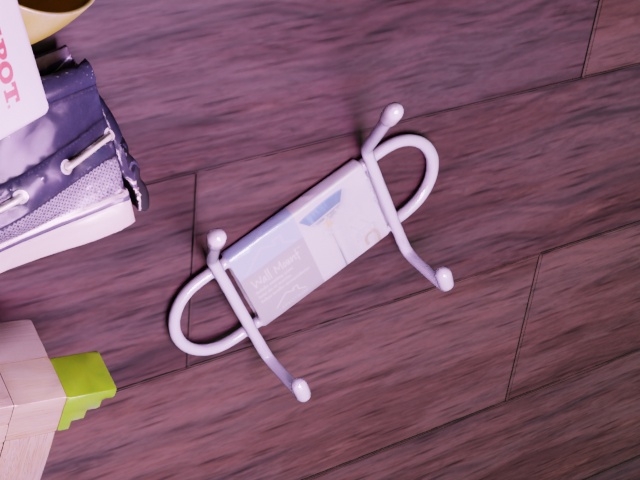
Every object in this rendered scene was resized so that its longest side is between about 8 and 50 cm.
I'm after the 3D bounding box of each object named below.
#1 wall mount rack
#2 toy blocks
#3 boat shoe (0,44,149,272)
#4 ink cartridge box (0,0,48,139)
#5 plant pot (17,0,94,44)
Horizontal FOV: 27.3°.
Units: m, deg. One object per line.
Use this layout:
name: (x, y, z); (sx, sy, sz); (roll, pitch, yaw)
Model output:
wall mount rack: (0.000, 0.000, 1.329); (0.350, 0.130, 0.304); (-37, 138, -11)
toy blocks: (-0.400, 0.210, 1.167); (0.381, 0.191, 0.261); (-8, 138, -34)
boat shoe: (-0.315, -0.042, 1.069); (0.340, 0.127, 0.158); (-26, 122, -24)
ink cartridge box: (-0.329, -0.122, 0.812); (0.289, 0.121, 0.211); (-40, 129, -43)
plant pot: (-0.248, -0.194, 0.993); (0.134, 0.134, 0.095); (7, 144, -42)
